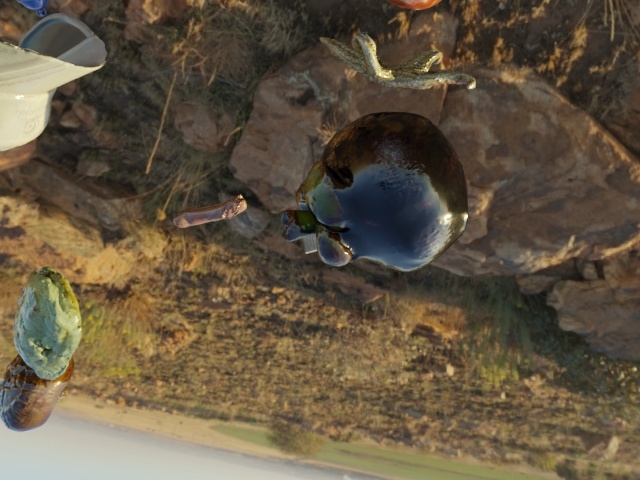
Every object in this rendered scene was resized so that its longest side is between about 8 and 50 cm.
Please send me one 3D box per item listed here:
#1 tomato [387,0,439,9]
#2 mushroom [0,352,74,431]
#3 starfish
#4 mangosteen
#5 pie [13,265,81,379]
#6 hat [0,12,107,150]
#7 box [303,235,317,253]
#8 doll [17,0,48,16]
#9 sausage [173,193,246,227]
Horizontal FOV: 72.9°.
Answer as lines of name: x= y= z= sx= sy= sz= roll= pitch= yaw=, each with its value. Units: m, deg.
tomato: x=0.247 y=-0.714 z=1.139 sx=0.231 sy=0.232 sz=0.189 roll=19 pitch=144 yaw=-12
mushroom: x=-0.829 y=0.417 z=1.259 sx=0.253 sy=0.253 sz=0.153 roll=-10 pitch=148 yaw=34
starfish: x=0.148 y=-0.382 z=0.933 sx=0.374 sy=0.327 sz=0.095 roll=20 pitch=117 yaw=13
mangosteen: x=0.082 y=-0.071 z=0.695 sx=0.287 sy=0.233 sz=0.287 roll=5 pitch=178 yaw=0
pie: x=-0.539 y=0.157 z=0.841 sx=0.089 sy=0.201 sz=0.248 roll=-5 pitch=146 yaw=-46
hat: x=-0.410 y=-0.208 z=0.568 sx=0.274 sy=0.232 sz=0.161 roll=-9 pitch=121 yaw=11
box: x=0.000 y=0.000 z=1.051 sx=0.083 sy=0.046 sz=0.012 roll=-14 pitch=161 yaw=9
doll: x=-0.451 y=-0.408 z=0.644 sx=0.057 sy=0.099 sz=0.143 roll=12 pitch=142 yaw=18
sausage: x=-0.414 y=-0.104 z=1.632 sx=0.304 sy=0.078 sz=0.078 roll=-13 pitch=144 yaw=17
